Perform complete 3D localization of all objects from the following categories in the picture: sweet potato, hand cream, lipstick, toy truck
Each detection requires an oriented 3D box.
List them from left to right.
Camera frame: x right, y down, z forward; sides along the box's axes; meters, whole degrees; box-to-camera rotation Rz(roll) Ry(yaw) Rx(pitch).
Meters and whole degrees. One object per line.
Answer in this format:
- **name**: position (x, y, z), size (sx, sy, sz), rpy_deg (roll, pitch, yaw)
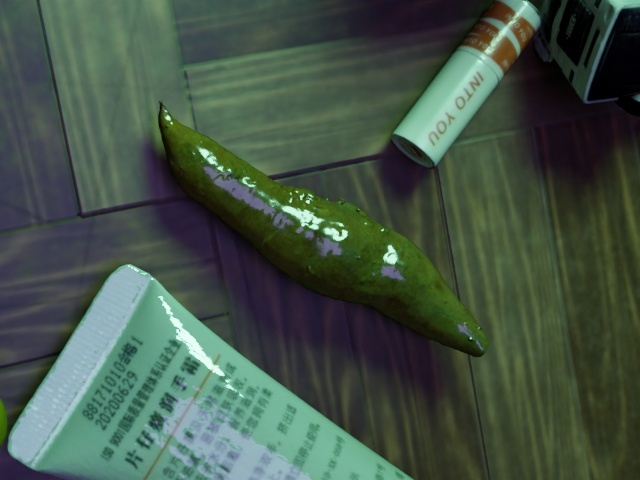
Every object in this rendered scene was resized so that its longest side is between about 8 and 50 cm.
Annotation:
- **hand cream**: position (-0.037, 0.157, 0.758), size (0.314, 0.089, 0.140), rpy_deg (36, 80, -13)
- **sweet potato**: position (0.000, 0.000, 0.775), size (0.274, 0.067, 0.067), rpy_deg (33, 82, -16)
- **lipstick**: position (0.102, -0.111, 0.816), size (0.038, 0.038, 0.131), rpy_deg (40, 80, -17)
- **toy truck**: position (0.276, -0.170, 0.835), size (0.242, 0.125, 0.101), rpy_deg (-9, 139, -19)

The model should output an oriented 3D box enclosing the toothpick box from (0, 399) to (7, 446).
- **toothpick box**: position (-0.307, 0.045, 0.611), size (0.175, 0.175, 0.271), rpy_deg (-36, 101, -14)
